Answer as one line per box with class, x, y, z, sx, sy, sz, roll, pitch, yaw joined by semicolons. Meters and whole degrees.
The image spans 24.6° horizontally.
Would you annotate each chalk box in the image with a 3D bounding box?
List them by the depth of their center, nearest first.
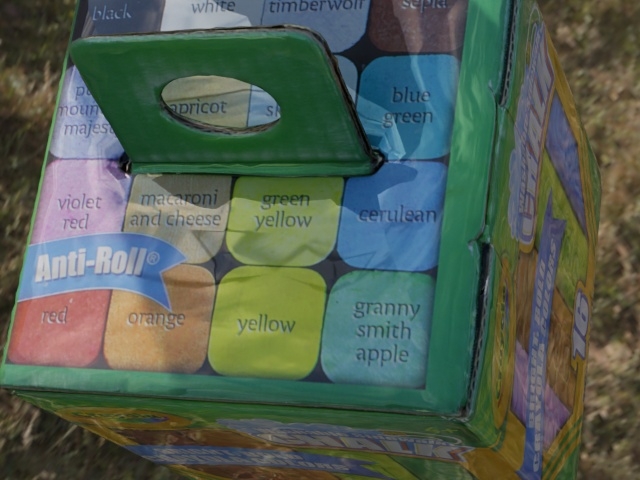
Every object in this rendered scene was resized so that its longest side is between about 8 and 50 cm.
chalk box;0.000;0.000;0.587;0.180;0.289;0.179;2;72;21
